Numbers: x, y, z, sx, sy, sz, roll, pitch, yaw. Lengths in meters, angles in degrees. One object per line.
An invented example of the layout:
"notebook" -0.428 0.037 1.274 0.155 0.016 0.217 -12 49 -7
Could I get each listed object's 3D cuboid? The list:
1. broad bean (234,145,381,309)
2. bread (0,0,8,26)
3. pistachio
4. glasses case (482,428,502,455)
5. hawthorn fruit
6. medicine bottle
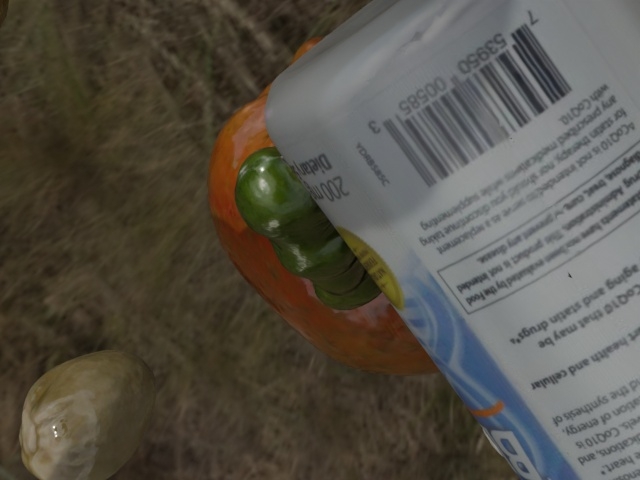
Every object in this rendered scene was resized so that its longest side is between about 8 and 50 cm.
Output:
"broad bean" 0.000 0.000 0.912 0.052 0.256 0.053 -46 72 -3
"bread" -0.383 -0.198 1.603 0.344 0.084 0.124 -35 60 49
"pistachio" -0.240 0.179 1.659 0.126 0.185 0.108 42 139 -3
"glasses case" 0.135 0.040 0.899 0.076 0.049 0.197 -8 121 -20
"hawthorn fruit" 0.067 -0.012 1.206 0.277 0.277 0.298 -21 117 9
"medicine bottle" 0.119 0.019 0.598 0.157 0.157 0.289 -34 98 11
